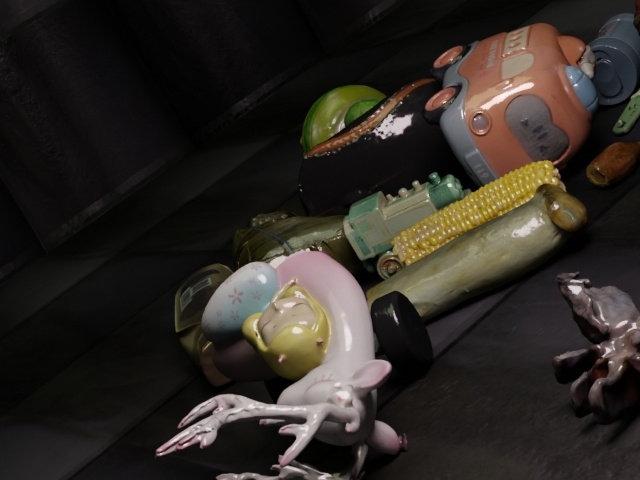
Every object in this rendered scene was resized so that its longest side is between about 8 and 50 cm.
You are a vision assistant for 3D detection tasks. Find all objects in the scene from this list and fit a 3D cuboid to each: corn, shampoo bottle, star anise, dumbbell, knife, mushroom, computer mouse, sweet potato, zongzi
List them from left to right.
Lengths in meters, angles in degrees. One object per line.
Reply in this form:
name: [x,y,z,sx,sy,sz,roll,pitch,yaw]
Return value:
shampoo bottle: [-0.158,0.125,2.081,0.125,0.084,0.350,-33,16,0]
zongzi: [0.000,0.000,2.111,0.274,0.125,0.251,-29,22,-3]
dumbbell: [0.031,0.141,1.661,0.191,0.100,0.100,-27,16,17]
computer mouse: [0.113,-0.124,2.151,0.323,0.183,0.116,-35,19,4]
mushroom: [0.197,0.029,1.756,0.312,0.081,0.100,-30,13,16]
corn: [0.216,-0.021,1.841,0.244,0.093,0.093,-27,16,15]
sweet potato: [0.408,-0.109,1.864,0.117,0.049,0.049,-31,14,-28]
star anise: [0.309,0.086,1.318,0.198,0.111,0.257,-27,22,11]
knife: [0.500,-0.231,2.110,0.043,0.020,0.293,-21,19,41]

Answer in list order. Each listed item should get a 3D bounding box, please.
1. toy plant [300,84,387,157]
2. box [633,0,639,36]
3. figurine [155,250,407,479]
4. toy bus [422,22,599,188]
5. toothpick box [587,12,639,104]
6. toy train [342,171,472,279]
toy plant: [0.112,-0.178,2.352,0.316,0.224,0.185,4,78,64]
box: [0.651,-0.370,1.972,0.403,0.108,0.263,-17,-4,37]
figurine: [-0.045,0.179,1.470,0.284,0.206,0.316,-23,31,-11]
toy bus: [0.294,-0.196,2.001,0.232,0.194,0.288,-25,24,23]
toothpick box: [0.469,-0.287,2.184,0.101,0.101,0.153,-19,16,34]
toy train: [0.133,-0.023,1.938,0.194,0.125,0.081,-25,20,19]
